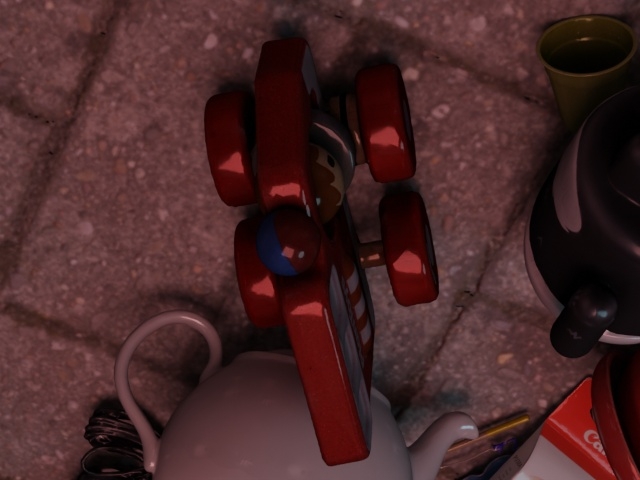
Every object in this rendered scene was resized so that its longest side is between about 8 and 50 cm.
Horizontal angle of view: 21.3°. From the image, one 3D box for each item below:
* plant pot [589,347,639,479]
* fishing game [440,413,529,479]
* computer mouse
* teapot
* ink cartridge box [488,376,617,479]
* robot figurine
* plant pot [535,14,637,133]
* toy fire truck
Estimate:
[{"bbox_3d":[0.350,0.159,1.525,0.174,0.191,0.191,-26,116,23],"label":"plant pot"},{"bbox_3d":[0.209,0.290,1.690,0.189,0.041,0.264,-20,118,15],"label":"fishing game"},{"bbox_3d":[-0.202,0.299,1.700,0.188,0.072,0.272,30,105,-12],"label":"computer mouse"},{"bbox_3d":[-0.028,0.178,1.555,0.252,0.187,0.256,1,155,34],"label":"teapot"},{"bbox_3d":[0.249,0.242,1.629,0.145,0.045,0.179,40,101,-17],"label":"ink cartridge box"},{"bbox_3d":[0.269,-0.019,1.387,0.209,0.174,0.278,-13,160,-15],"label":"robot figurine"},{"bbox_3d":[0.225,-0.132,1.426,0.083,0.083,0.079,-7,131,7],"label":"plant pot"},{"bbox_3d":[0.000,0.000,1.404,0.169,0.254,0.302,-9,120,7],"label":"toy fire truck"}]
